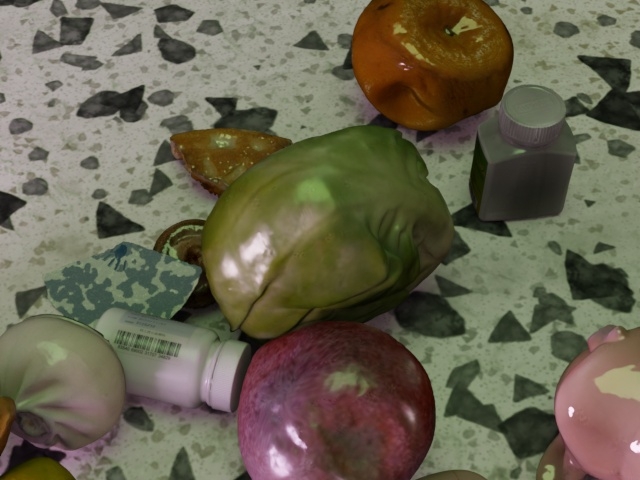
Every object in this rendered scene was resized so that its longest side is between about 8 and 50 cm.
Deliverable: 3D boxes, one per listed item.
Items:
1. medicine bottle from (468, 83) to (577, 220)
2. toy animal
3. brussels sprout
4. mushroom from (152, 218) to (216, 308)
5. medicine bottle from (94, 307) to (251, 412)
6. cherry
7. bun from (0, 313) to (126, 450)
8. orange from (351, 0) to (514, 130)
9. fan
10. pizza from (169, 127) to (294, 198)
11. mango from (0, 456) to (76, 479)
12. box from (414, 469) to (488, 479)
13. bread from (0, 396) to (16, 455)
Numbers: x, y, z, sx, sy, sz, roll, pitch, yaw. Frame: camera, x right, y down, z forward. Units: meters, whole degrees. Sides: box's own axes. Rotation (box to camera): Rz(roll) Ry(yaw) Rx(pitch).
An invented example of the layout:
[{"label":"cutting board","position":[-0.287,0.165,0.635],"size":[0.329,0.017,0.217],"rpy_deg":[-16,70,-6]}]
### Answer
[{"label":"medicine bottle","position":[0.285,-0.120,1.654],"size":[0.132,0.188,0.088],"rpy_deg":[-5,50,-6]},{"label":"toy animal","position":[0.404,0.241,1.341],"size":[0.237,0.269,0.326],"rpy_deg":[-29,88,-22]},{"label":"brussels sprout","position":[0.000,0.000,1.492],"size":[0.328,0.328,0.247],"rpy_deg":[-14,76,-13]},{"label":"mushroom","position":[-0.169,0.032,1.590],"size":[0.109,0.085,0.126],"rpy_deg":[9,63,31]},{"label":"medicine bottle","position":[-0.187,0.150,1.474],"size":[0.187,0.102,0.102],"rpy_deg":[11,50,9]},{"label":"cherry","position":[0.014,0.204,1.372],"size":[0.206,0.239,0.239],"rpy_deg":[34,50,-13]},{"label":"bun","position":[-0.320,0.179,1.399],"size":[0.173,0.172,0.120],"rpy_deg":[13,36,10]},{"label":"orange","position":[0.166,-0.277,1.796],"size":[0.249,0.183,0.249],"rpy_deg":[10,56,-15]},{"label":"fan","position":[-0.266,0.065,1.562],"size":[0.240,0.009,0.131],"rpy_deg":[-2,73,20]},{"label":"pizza","position":[-0.122,-0.105,1.727],"size":[0.182,0.062,0.161],"rpy_deg":[-6,43,-12]},{"label":"mango","position":[-0.360,0.381,1.253],"size":[0.195,0.142,0.332],"rpy_deg":[35,54,21]},{"label":"box","position":[0.157,0.350,1.318],"size":[0.146,0.088,0.200],"rpy_deg":[-11,52,-12]},{"label":"bread","position":[-0.514,0.230,1.321],"size":[0.340,0.194,0.179],"rpy_deg":[3,65,27]}]
